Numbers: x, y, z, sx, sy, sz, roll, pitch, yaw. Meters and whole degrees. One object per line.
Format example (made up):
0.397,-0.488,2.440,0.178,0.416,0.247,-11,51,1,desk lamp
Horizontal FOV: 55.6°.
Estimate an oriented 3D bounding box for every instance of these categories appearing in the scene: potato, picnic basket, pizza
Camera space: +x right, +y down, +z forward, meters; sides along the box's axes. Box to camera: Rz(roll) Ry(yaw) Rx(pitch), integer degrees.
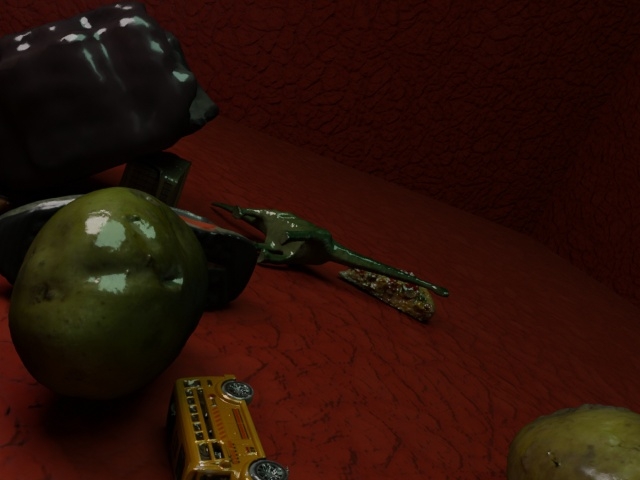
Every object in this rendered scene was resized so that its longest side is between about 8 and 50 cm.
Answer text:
-0.183,0.047,0.564,0.149,0.197,0.228,14,-15,4,potato
-0.272,-0.080,0.982,0.080,0.115,0.164,20,16,-9,picnic basket
0.132,0.078,1.187,0.199,0.062,0.188,18,14,-16,pizza
0.306,0.261,0.599,0.229,0.229,0.266,14,14,-35,potato

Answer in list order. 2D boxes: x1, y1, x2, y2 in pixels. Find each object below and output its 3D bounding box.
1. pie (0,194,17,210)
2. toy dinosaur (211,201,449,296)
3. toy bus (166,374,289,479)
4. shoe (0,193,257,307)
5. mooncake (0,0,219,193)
-0.445,-0.041,0.739,0.092,0.034,0.170,25,15,-15,pie
0.000,0.000,1.151,0.301,0.087,0.447,1,23,-42,toy dinosaur
-0.083,0.179,0.497,0.074,0.069,0.162,8,18,-23,toy bus
-0.250,-0.007,0.771,0.337,0.132,0.171,11,16,-47,shoe
-0.339,-0.207,0.895,0.212,0.351,0.381,65,-10,-16,mooncake
